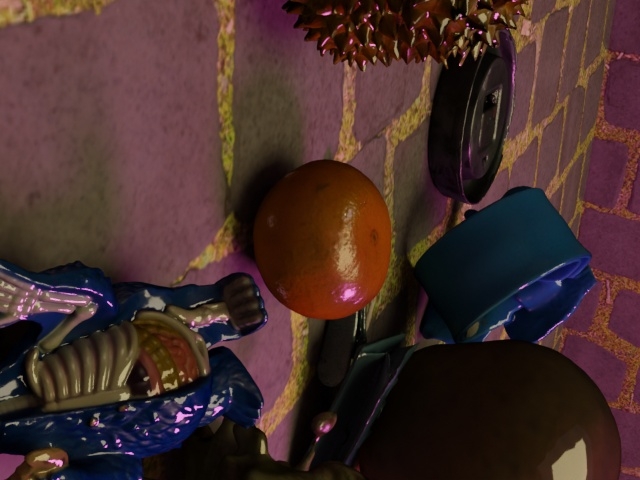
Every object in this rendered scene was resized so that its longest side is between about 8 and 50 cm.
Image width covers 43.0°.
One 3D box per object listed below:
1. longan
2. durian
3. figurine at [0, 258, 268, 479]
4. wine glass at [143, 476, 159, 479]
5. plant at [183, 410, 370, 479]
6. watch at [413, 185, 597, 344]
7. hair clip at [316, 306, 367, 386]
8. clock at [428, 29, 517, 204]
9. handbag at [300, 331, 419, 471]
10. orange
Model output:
[{"bbox_3d":[0.229,0.295,1.138,0.361,0.360,0.361,-40,137,-52],"label":"longan"},{"bbox_3d":[0.077,-0.281,0.675,0.258,0.258,0.293,-59,158,-33],"label":"durian"},{"bbox_3d":[-0.154,0.094,0.541,0.262,0.120,0.164,7,90,-48],"label":"figurine"},{"bbox_3d":[-0.159,0.299,0.660,0.079,0.079,0.196,-19,119,-61],"label":"wine glass"},{"bbox_3d":[-0.050,0.320,0.708,0.251,0.180,0.334,157,-57,-77],"label":"plant"},{"bbox_3d":[0.249,0.056,1.250,0.305,0.241,0.274,-39,160,17],"label":"watch"},{"bbox_3d":[0.026,0.036,0.965,0.083,0.048,0.275,-26,122,-46],"label":"hair clip"},{"bbox_3d":[0.243,-0.195,1.273,0.280,0.055,0.281,-41,138,-51],"label":"clock"},{"bbox_3d":[0.046,0.223,1.017,0.144,0.057,0.221,-19,135,-66],"label":"handbag"},{"bbox_3d":[0.000,0.000,0.790,0.156,0.124,0.156,12,76,-57],"label":"orange"}]
